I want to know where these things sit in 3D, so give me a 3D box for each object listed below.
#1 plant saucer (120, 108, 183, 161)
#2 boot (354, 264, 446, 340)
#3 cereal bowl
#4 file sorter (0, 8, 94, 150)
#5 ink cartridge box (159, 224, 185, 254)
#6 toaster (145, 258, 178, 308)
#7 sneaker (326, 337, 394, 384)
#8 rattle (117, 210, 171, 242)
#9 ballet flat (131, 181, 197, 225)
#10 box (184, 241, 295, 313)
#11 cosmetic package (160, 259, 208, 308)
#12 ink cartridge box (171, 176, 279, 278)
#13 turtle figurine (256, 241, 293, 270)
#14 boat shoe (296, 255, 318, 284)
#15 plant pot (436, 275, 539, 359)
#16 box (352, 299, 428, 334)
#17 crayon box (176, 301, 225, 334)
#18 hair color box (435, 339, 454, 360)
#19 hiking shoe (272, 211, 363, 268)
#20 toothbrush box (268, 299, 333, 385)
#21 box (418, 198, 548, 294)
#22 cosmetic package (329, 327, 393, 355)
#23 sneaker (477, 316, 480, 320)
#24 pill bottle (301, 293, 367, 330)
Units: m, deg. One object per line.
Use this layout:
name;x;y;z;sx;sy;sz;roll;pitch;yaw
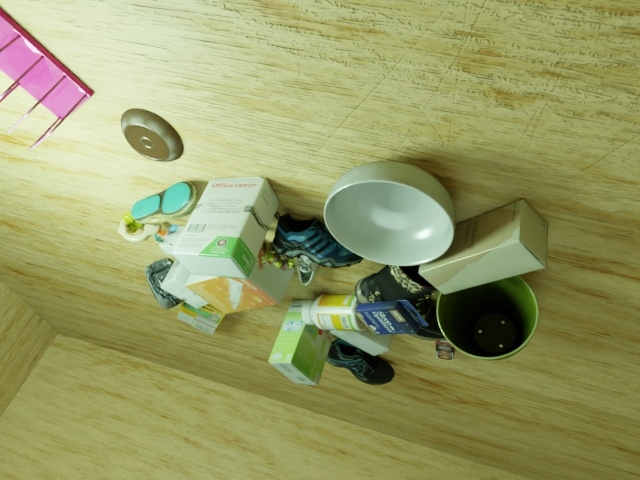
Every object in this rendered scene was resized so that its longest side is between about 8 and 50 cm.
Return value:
plant saucer;-0.504;-0.298;1.411;0.199;0.036;0.198;14;146;9
boot;0.328;0.185;1.563;0.378;0.138;0.284;30;145;-4
cereal bowl;0.187;-0.085;1.247;0.339;0.141;0.339;15;146;10
file sorter;-0.824;-0.415;1.285;0.202;0.182;0.290;-13;134;40
ink cartridge box;-0.485;0.006;1.763;0.180;0.104;0.060;8;143;18
toaster;-0.656;0.198;2.051;0.227;0.129;0.146;55;154;12
sneaker;0.183;0.545;2.144;0.341;0.125;0.139;21;141;-4
rattle;-0.643;-0.025;1.797;0.200;0.130;0.142;12;143;2
ballet flat;-0.497;-0.116;1.609;0.349;0.123;0.123;-11;135;37
box;-0.304;0.137;1.792;0.345;0.168;0.215;-17;131;42
cosmetic package;-0.515;0.160;1.949;0.184;0.151;0.151;37;144;-23
ink cartridge box;-0.272;-0.043;1.420;0.211;0.289;0.121;3;145;25
turtle figurine;-0.188;0.035;1.561;0.217;0.269;0.087;26;111;-43
boat shoe;-0.041;0.077;1.651;0.083;0.075;0.226;11;145;14
plant pot;0.525;0.252;1.468;0.275;0.274;0.293;1;158;27
box;0.227;0.256;1.577;0.225;0.036;0.136;-15;125;46
crayon box;-0.556;0.331;2.272;0.203;0.083;0.323;27;146;-9
hair color box;0.490;0.418;1.875;0.072;0.043;0.141;6;144;20
hiking shoe;0.000;0.000;1.493;0.304;0.113;0.132;8;123;-1
toothbrush box;-0.066;0.414;1.948;0.122;0.283;0.206;-8;136;34
box;0.428;0.026;1.273;0.121;0.148;0.311;38;141;-22
cosmetic package;0.168;0.379;1.957;0.231;0.085;0.117;30;145;-16
sneaker;0.517;0.250;1.636;0.119;0.047;0.057;35;124;-23
pill bottle;0.056;0.273;1.819;0.246;0.136;0.136;-5;138;33
